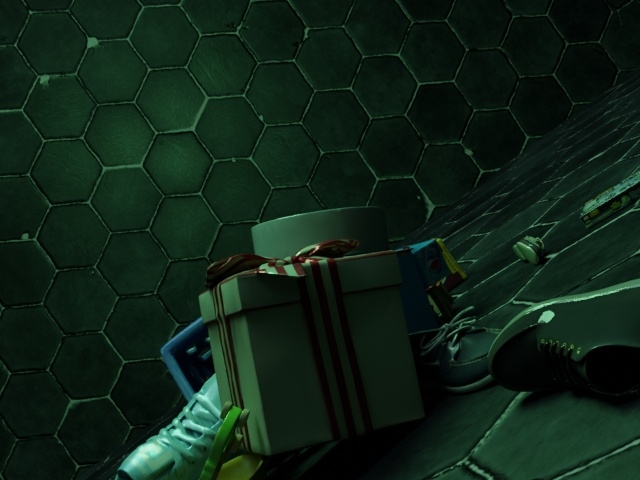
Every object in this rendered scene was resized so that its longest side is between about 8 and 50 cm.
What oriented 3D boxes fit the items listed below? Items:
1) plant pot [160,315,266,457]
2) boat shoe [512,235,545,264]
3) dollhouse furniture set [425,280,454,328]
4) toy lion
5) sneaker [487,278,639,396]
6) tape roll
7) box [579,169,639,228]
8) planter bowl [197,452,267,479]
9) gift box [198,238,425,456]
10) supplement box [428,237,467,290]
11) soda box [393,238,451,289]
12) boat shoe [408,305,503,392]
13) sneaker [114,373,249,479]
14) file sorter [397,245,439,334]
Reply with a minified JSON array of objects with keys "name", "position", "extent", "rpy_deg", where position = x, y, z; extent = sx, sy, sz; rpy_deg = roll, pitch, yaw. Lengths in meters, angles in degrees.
[{"name":"plant pot","position":[-0.089,0.226,1.387],"extent":[0.236,0.236,0.212],"rpy_deg":[-35,-22,-1]},{"name":"boat shoe","position":[0.374,0.013,1.456],"extent":[0.043,0.049,0.137],"rpy_deg":[-33,-3,3]},{"name":"dollhouse furniture set","position":[0.111,0.143,1.525],"extent":[0.259,0.135,0.262],"rpy_deg":[-35,2,16]},{"name":"toy lion","position":[-0.124,0.260,1.005],"extent":[0.100,0.034,0.096],"rpy_deg":[107,-173,-45]},{"name":"sneaker","position":[0.238,0.111,0.799],"extent":[0.222,0.083,0.118],"rpy_deg":[-33,4,40]},{"name":"tape roll","position":[0.000,0.000,1.335],"extent":[0.219,0.072,0.219],"rpy_deg":[-8,-4,-1]},{"name":"box","position":[0.516,-0.077,1.420],"extent":[0.137,0.027,0.094],"rpy_deg":[-35,1,27]},{"name":"planter bowl","position":[-0.137,0.365,1.032],"extent":[0.217,0.090,0.217],"rpy_deg":[-33,2,1]},{"name":"gift box","position":[-0.006,0.131,1.108],"extent":[0.255,0.258,0.276],"rpy_deg":[-8,-8,-27]},{"name":"supplement box","position":[0.201,0.090,1.743],"extent":[0.188,0.104,0.081],"rpy_deg":[-36,2,-3]},{"name":"soda box","position":[0.120,0.060,1.441],"extent":[0.071,0.067,0.210],"rpy_deg":[-29,6,-41]},{"name":"boat shoe","position":[0.179,0.144,1.095],"extent":[0.095,0.079,0.254],"rpy_deg":[-36,2,-18]},{"name":"sneaker","position":[-0.203,0.322,1.178],"extent":[0.366,0.135,0.150],"rpy_deg":[-59,-31,-11]},{"name":"file sorter","position":[0.109,0.117,1.315],"extent":[0.104,0.170,0.118],"rpy_deg":[-16,11,26]}]
